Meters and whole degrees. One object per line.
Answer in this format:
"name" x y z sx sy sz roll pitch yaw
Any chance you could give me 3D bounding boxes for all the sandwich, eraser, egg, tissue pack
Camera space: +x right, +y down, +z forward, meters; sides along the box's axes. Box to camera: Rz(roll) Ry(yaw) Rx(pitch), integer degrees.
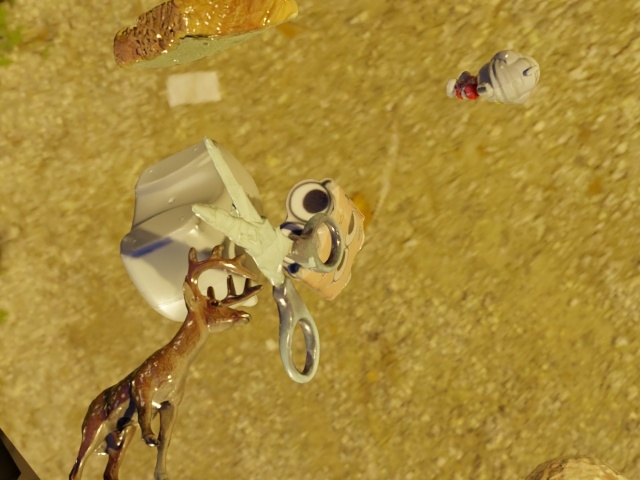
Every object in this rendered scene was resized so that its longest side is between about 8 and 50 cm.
"sandwich" -0.180 -0.337 1.779 0.251 0.226 0.087 -7 103 56
"eraser" 0.000 0.000 1.933 0.087 0.290 0.171 17 83 15
"egg" 0.373 0.411 1.637 0.195 0.195 0.233 13 139 32
"tissue pack" -0.224 -0.006 2.118 0.229 0.333 0.236 -23 124 18

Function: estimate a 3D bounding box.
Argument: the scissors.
"scissors" -0.069 0.004 1.494 0.029 0.256 0.383 -2 148 28

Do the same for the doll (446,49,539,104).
"doll" 0.246 -0.225 1.584 0.180 0.094 0.079 1 118 59

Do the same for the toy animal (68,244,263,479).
"toy animal" -0.174 0.140 1.181 0.243 0.260 0.087 -29 126 23

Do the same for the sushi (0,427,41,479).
"sushi" -0.502 0.317 1.406 0.215 0.227 0.212 48 150 15
